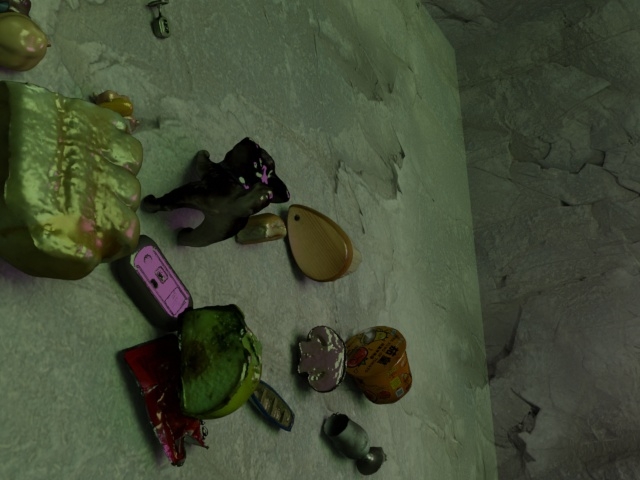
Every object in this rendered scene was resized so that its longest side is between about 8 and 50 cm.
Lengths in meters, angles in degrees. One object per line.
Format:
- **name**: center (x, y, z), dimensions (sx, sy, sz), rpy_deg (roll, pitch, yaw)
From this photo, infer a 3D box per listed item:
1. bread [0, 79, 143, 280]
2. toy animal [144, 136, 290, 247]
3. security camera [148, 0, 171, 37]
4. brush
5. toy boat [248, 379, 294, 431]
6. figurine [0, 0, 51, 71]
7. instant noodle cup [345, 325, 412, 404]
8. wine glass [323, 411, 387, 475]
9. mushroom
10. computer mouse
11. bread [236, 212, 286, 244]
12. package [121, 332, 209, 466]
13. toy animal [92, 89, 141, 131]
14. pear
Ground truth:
- **bread**: center (-0.485, -0.086, 1.259), dimensions (0.300, 0.210, 0.341), rpy_deg (6, 71, -46)
- **toy animal**: center (-0.203, -0.131, 1.662), dimensions (0.194, 0.303, 0.344), rpy_deg (62, 33, -26)
- **security camera**: center (-0.409, -0.571, 1.779), dimensions (0.058, 0.058, 0.092), rpy_deg (-31, 111, -59)
- **brush**: center (0.000, 0.000, 2.098), dimensions (0.266, 0.174, 0.166), rpy_deg (58, 14, 6)
- **toy boat**: center (-0.142, 0.411, 1.760), dimensions (0.229, 0.046, 0.080), rpy_deg (51, 38, -34)
- **figurine**: center (-0.604, -0.424, 1.347), dimensions (0.114, 0.108, 0.196), rpy_deg (36, 28, -61)
- **instant noodle cup**: center (0.190, 0.403, 2.180), dimensions (0.215, 0.216, 0.172), rpy_deg (-67, 142, -47)
- **wine glass**: center (0.101, 0.596, 2.023), dimensions (0.222, 0.103, 0.103), rpy_deg (52, 36, -33)
- **mushroom**: center (0.004, 0.347, 1.973), dimensions (0.117, 0.141, 0.188), rpy_deg (92, -1, -66)
- **computer mouse**: center (-0.364, 0.096, 1.520), dimensions (0.232, 0.057, 0.120), rpy_deg (61, 42, -28)
- **bread**: center (-0.160, -0.035, 1.881), dimensions (0.125, 0.106, 0.082), rpy_deg (-9, 84, -62)
- **package**: center (-0.318, 0.339, 1.480), dimensions (0.194, 0.071, 0.269), rpy_deg (-1, 73, -74)
- **toy animal**: center (-0.452, -0.297, 1.541), dimensions (0.114, 0.091, 0.082), rpy_deg (34, 35, -47)
- **pear**: center (-0.208, 0.289, 1.531), dimensions (0.255, 0.164, 0.238), rpy_deg (71, 9, -63)
